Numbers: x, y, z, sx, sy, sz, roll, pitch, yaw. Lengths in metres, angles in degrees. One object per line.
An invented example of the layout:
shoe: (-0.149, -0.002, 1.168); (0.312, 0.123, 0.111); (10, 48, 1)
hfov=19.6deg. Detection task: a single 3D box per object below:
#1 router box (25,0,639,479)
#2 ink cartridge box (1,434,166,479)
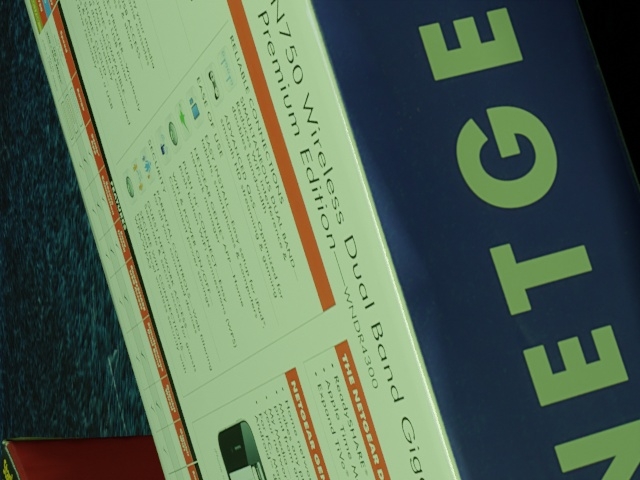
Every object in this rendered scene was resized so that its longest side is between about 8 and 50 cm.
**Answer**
router box: (0.000, 0.000, 0.640); (0.301, 0.082, 0.335); (146, 108, -68)
ink cartridge box: (-0.078, 0.211, 0.931); (0.309, 0.130, 0.272); (-142, 53, -67)
